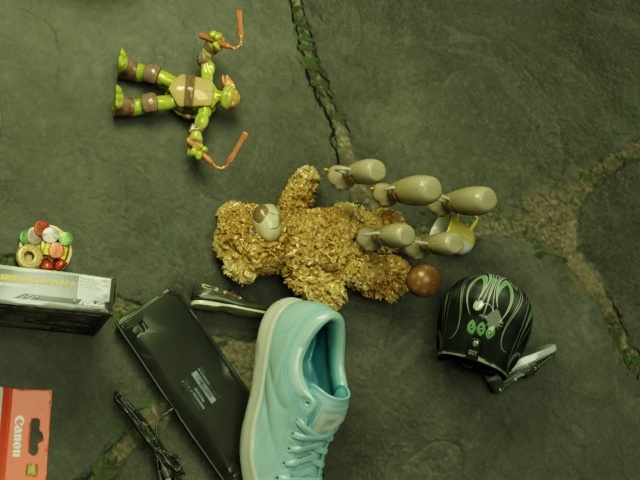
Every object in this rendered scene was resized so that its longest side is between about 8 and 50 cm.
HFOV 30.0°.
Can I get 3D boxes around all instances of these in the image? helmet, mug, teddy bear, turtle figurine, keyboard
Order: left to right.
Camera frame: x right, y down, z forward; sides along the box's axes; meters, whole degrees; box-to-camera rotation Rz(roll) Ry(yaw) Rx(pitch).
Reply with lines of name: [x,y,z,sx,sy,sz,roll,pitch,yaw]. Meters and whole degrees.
keyboard: [-0.213,0.248,1.830,0.201,0.033,0.317,-33,87,-31]
turtle figurine: [-0.220,-0.252,1.934,0.217,0.087,0.269,7,82,-9]
teddy bear: [0.000,0.000,1.928,0.338,0.113,0.245,24,67,-12]
mug: [0.233,-0.010,2.033,0.064,0.078,0.062,28,50,-19]
helmet: [0.270,0.132,1.956,0.169,0.169,0.161,22,76,-12]

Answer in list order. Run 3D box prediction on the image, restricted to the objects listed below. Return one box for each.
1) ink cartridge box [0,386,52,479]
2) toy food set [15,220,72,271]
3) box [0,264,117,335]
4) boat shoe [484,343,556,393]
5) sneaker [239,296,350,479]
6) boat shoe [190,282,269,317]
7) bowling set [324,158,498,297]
ink cartridge box: [-0.481,0.280,1.723,0.179,0.045,0.145,5,74,-15]
toy food set: [-0.422,0.012,1.828,0.083,0.020,0.082,16,71,-14]
box: [-0.422,0.085,1.720,0.231,0.183,0.056,7,74,-16]
boat shoe: [0.341,0.216,2.024,0.142,0.049,0.040,-22,95,-18]
sneaker: [-0.028,0.269,1.790,0.135,0.150,0.365,1,88,-36]
boat shoe: [-0.139,0.096,1.886,0.133,0.049,0.042,13,67,-18]
bowling set: [0.127,-0.012,1.893,0.287,0.154,0.199,15,80,-29]
